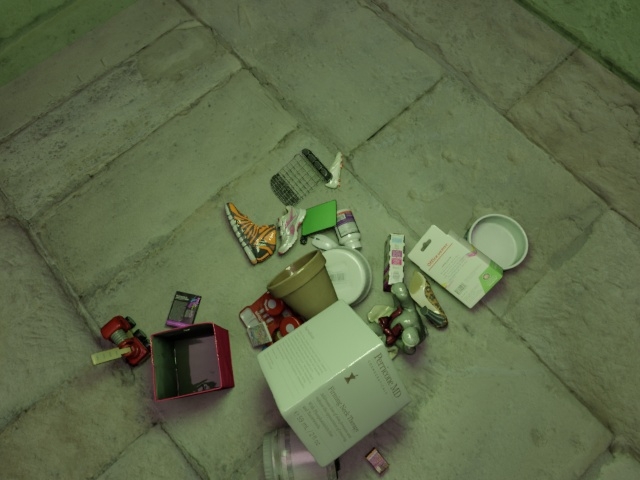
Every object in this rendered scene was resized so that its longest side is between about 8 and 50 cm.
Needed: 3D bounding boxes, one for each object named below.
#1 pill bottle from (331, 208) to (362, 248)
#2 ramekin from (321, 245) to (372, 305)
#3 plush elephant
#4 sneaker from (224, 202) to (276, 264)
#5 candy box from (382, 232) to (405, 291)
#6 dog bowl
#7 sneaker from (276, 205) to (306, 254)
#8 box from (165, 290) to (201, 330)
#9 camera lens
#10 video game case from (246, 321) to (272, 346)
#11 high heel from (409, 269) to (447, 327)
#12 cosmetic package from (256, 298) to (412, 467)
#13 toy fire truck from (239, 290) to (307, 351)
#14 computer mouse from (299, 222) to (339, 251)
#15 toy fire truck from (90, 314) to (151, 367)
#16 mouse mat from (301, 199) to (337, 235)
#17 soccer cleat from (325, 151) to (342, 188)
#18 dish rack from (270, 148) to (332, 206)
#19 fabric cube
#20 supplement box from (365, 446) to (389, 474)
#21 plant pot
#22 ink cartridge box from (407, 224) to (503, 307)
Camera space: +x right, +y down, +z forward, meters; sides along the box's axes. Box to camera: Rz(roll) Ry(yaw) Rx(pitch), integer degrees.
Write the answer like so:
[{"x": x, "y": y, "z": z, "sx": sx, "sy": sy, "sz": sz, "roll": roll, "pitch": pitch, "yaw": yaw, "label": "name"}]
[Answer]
[{"x": 0.125, "y": -0.042, "z": 1.923, "sx": 0.108, "sy": 0.108, "sz": 0.194, "roll": -18, "pitch": 73, "yaw": -5, "label": "pill bottle"}, {"x": 0.081, "y": 0.161, "z": 1.798, "sx": 0.277, "sy": 0.135, "sz": 0.278, "roll": -1, "pitch": 88, "yaw": 15, "label": "ramekin"}, {"x": 0.292, "y": 0.366, "z": 1.727, "sx": 0.255, "sy": 0.330, "sz": 0.272, "roll": -20, "pitch": 57, "yaw": 18, "label": "plush elephant"}, {"x": -0.314, "y": -0.060, "z": 1.940, "sx": 0.180, "sy": 0.124, "sz": 0.321, "roll": -29, "pitch": 85, "yaw": -13, "label": "sneaker"}, {"x": 0.327, "y": 0.102, "z": 1.847, "sx": 0.071, "sy": 0.159, "sz": 0.234, "roll": 4, "pitch": 73, "yaw": 0, "label": "candy box"}, {"x": 0.798, "y": 0.017, "z": 1.897, "sx": 0.264, "sy": 0.104, "sz": 0.265, "roll": 0, "pitch": 72, "yaw": 1, "label": "dog bowl"}, {"x": -0.160, "y": -0.054, "z": 1.923, "sx": 0.111, "sy": 0.103, "sz": 0.252, "roll": 25, "pitch": 65, "yaw": -14, "label": "sneaker"}, {"x": -0.613, "y": 0.316, "z": 1.857, "sx": 0.116, "sy": 0.029, "sz": 0.162, "roll": 12, "pitch": 74, "yaw": 4, "label": "box"}, {"x": -0.069, "y": 0.823, "z": 1.584, "sx": 0.274, "sy": 0.219, "sz": 0.220, "roll": -8, "pitch": 72, "yaw": -2, "label": "camera lens"}, {"x": -0.261, "y": 0.399, "z": 1.755, "sx": 0.011, "sy": 0.122, "sz": 0.087, "roll": -17, "pitch": 82, "yaw": -50, "label": "video game case"}, {"x": 0.488, "y": 0.265, "z": 1.855, "sx": 0.093, "sy": 0.186, "sz": 0.261, "roll": -35, "pitch": 37, "yaw": 28, "label": "high heel"}, {"x": 0.043, "y": 0.496, "z": 1.492, "sx": 0.393, "sy": 0.327, "sz": 0.330, "roll": -33, "pitch": 119, "yaw": -10, "label": "cosmetic package"}, {"x": -0.186, "y": 0.365, "z": 1.785, "sx": 0.254, "sy": 0.169, "sz": 0.302, "roll": -41, "pitch": 76, "yaw": 15, "label": "toy fire truck"}, {"x": 0.000, "y": 0.000, "z": 1.945, "sx": 0.192, "sy": 0.042, "sz": 0.106, "roll": 25, "pitch": 73, "yaw": 9, "label": "computer mouse"}, {"x": -0.843, "y": 0.424, "z": 1.709, "sx": 0.158, "sy": 0.246, "sz": 0.217, "roll": -43, "pitch": 77, "yaw": -13, "label": "toy fire truck"}, {"x": -0.007, "y": -0.106, "z": 1.937, "sx": 0.189, "sy": 0.007, "sz": 0.153, "roll": -16, "pitch": 54, "yaw": 25, "label": "mouse mat"}, {"x": 0.068, "y": -0.353, "z": 2.049, "sx": 0.076, "sy": 0.068, "sz": 0.196, "roll": 7, "pitch": 75, "yaw": 6, "label": "soccer cleat"}, {"x": -0.103, "y": -0.302, "z": 2.018, "sx": 0.271, "sy": 0.074, "sz": 0.208, "roll": -41, "pitch": 73, "yaw": 6, "label": "dish rack"}, {"x": -0.508, "y": 0.492, "z": 1.679, "sx": 0.254, "sy": 0.258, "sz": 0.259, "roll": -11, "pitch": 72, "yaw": -2, "label": "fabric cube"}, {"x": 0.227, "y": 0.881, "z": 1.654, "sx": 0.055, "sy": 0.043, "sz": 0.083, "roll": -40, "pitch": 75, "yaw": -12, "label": "supplement box"}, {"x": -0.049, "y": 0.202, "z": 1.652, "sx": 0.263, "sy": 0.263, "sz": 0.229, "roll": -35, "pitch": 98, "yaw": -10, "label": "plant pot"}, {"x": 0.587, "y": 0.098, "z": 1.816, "sx": 0.353, "sy": 0.119, "sz": 0.207, "roll": 40, "pitch": 117, "yaw": 12, "label": "ink cartridge box"}]
